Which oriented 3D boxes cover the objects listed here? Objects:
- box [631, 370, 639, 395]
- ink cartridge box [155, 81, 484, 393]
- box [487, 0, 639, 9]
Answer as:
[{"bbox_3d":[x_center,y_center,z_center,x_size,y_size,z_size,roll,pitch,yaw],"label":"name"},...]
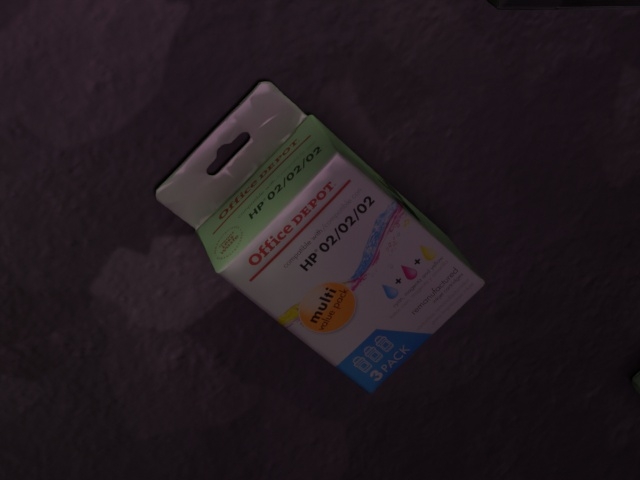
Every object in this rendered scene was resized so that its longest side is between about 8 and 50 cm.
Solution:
[{"bbox_3d":[0.413,0.068,1.139,0.322,0.058,0.232,-42,122,8],"label":"box"},{"bbox_3d":[0.000,0.000,0.957,0.104,0.061,0.181,-46,121,8],"label":"ink cartridge box"},{"bbox_3d":[0.189,-0.249,0.892,0.183,0.056,0.231,-3,117,-18],"label":"box"}]
